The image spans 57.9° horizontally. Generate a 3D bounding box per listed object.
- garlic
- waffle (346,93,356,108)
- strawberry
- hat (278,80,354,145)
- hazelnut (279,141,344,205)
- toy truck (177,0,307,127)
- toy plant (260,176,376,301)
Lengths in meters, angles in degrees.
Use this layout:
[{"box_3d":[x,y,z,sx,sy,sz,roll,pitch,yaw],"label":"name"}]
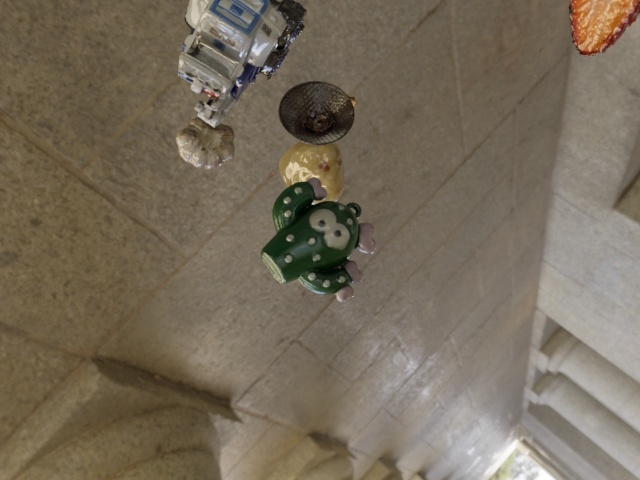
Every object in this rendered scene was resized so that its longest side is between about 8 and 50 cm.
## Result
[{"box_3d":[-0.313,-0.264,1.587,0.159,0.147,0.102,-19,176,-22],"label":"garlic"},{"box_3d":[0.044,-0.457,1.980,0.102,0.148,0.042,102,-5,-48],"label":"waffle"},{"box_3d":[0.666,-0.539,1.319,0.111,0.190,0.236,-9,120,-32],"label":"strawberry"},{"box_3d":[-0.011,-0.306,1.475,0.193,0.193,0.082,-40,166,-17],"label":"hat"},{"box_3d":[-0.016,-0.252,2.042,0.241,0.261,0.261,-32,147,-21],"label":"hazelnut"},{"box_3d":[-0.134,-0.268,0.809,0.177,0.161,0.213,-63,-169,-13],"label":"toy truck"},{"box_3d":[-0.002,-0.005,1.190,0.243,0.233,0.112,-63,-175,-25],"label":"toy plant"}]
